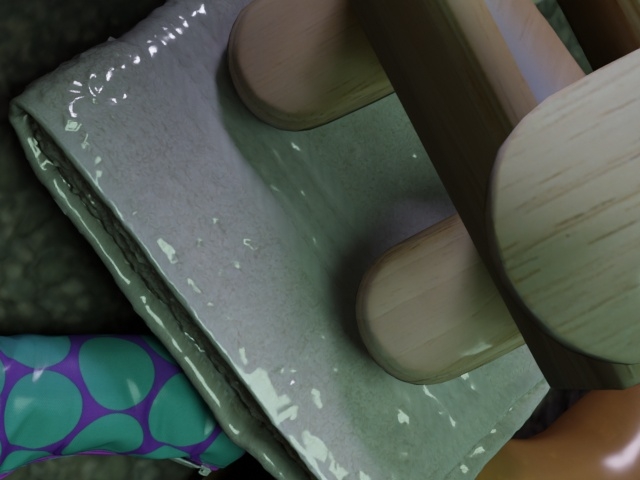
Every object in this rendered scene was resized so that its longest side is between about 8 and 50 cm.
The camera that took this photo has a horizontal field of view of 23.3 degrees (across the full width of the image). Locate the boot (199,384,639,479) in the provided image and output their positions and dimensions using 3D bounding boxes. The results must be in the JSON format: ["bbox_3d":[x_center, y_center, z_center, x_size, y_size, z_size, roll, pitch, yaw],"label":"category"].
[{"bbox_3d":[0.072,0.125,0.860,0.283,0.109,0.220,-43,117,-14],"label":"boot"}]

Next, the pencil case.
[{"bbox_3d":[-0.100,0.078,0.733,0.151,0.064,0.070,4,85,-37],"label":"pencil case"}]

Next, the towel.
[{"bbox_3d":[0.000,0.000,0.752,0.187,0.049,0.282,-43,102,-33],"label":"towel"}]

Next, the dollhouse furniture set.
[{"bbox_3d":[-0.023,-0.112,0.540,0.256,0.362,0.394,-27,87,-6],"label":"dollhouse furniture set"}]
